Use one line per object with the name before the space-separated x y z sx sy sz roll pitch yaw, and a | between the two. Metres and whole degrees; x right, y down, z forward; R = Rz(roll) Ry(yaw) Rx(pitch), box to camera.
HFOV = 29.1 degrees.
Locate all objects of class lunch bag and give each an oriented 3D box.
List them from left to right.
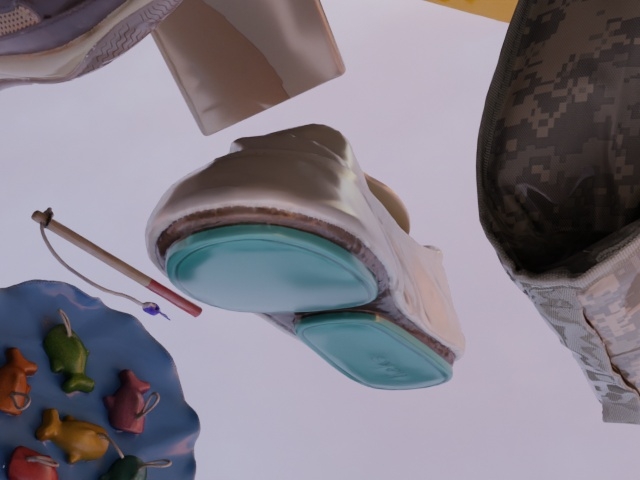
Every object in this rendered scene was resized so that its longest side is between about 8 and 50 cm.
lunch bag | 0.199 -0.051 0.711 0.169 0.235 0.287 6 -111 28

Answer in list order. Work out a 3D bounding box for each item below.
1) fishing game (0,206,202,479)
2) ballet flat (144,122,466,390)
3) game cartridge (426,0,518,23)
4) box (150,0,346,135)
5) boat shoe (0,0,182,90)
fishing game | -0.143 0.100 0.729 0.041 0.189 0.264 -36 -149 37
ballet flat | 0.000 0.000 0.808 0.139 0.400 0.139 -7 -110 20
game cartridge | 0.132 -0.335 0.984 0.285 0.324 0.053 9 -138 -30
box | -0.099 -0.245 0.858 0.121 0.311 0.148 -25 -141 0
boat shoe | -0.156 -0.151 0.582 0.355 0.130 0.132 -19 -135 42
